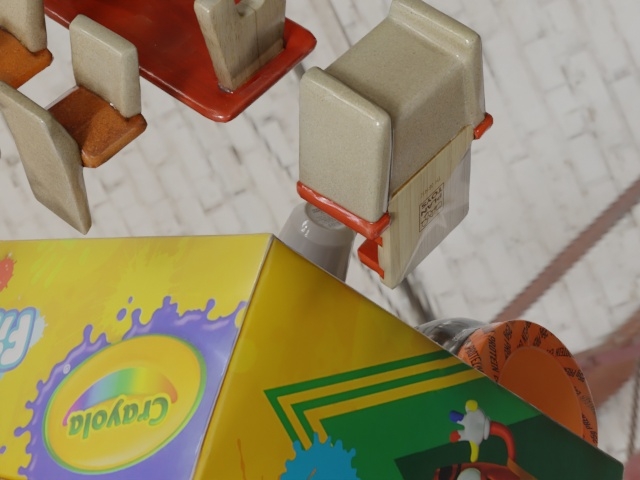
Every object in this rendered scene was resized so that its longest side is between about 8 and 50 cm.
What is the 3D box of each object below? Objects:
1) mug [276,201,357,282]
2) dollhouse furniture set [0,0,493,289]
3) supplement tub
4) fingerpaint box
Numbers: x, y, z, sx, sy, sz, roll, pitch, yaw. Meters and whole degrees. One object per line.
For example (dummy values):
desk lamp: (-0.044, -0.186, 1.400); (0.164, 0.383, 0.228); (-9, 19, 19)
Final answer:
mug: (-0.004, 0.000, 0.921); (0.062, 0.064, 0.078); (17, -141, -6)
dollhouse furniture set: (-0.041, -0.096, 0.707); (0.262, 0.259, 0.135); (-43, -28, -25)
supplement tub: (0.078, 0.195, 1.229); (0.207, 0.338, 0.207); (19, -120, -36)
fingerpaint box: (-0.084, 0.141, 0.898); (0.371, 0.444, 0.163); (33, -114, -39)
